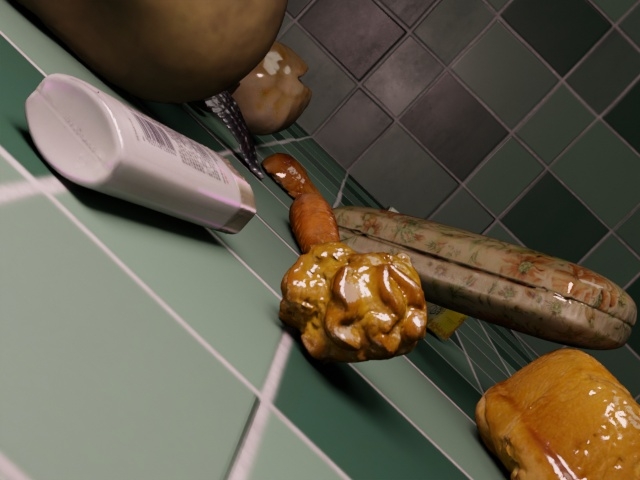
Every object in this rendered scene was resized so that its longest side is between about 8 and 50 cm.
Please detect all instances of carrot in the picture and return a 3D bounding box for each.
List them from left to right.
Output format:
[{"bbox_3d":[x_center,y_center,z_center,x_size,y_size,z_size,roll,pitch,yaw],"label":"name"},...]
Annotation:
[{"bbox_3d":[0.000,0.000,1.061,0.059,0.059,0.248,41,10,-21],"label":"carrot"}]

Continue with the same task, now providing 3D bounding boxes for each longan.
[{"bbox_3d":[-0.188,-0.310,0.949,0.350,0.288,0.288,51,4,-21],"label":"longan"}]

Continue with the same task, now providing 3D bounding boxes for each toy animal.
[{"bbox_3d":[-0.147,-0.248,1.260,0.160,0.273,0.197,2,35,-19],"label":"toy animal"}]

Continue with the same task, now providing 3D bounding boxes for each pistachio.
[{"bbox_3d":[-0.117,-0.263,1.577,0.288,0.197,0.166,-153,-122,-76],"label":"pistachio"}]

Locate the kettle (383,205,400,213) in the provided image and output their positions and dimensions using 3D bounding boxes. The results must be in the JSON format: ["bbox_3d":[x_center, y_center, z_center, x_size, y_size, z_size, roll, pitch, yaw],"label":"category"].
[{"bbox_3d":[0.151,0.014,1.668,0.148,0.098,0.127,40,13,-3],"label":"kettle"}]

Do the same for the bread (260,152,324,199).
[{"bbox_3d":[-0.036,-0.093,1.445,0.126,0.044,0.129,44,4,-12],"label":"bread"}]

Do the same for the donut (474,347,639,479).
[{"bbox_3d":[0.304,0.244,0.972,0.299,0.150,0.317,44,7,-19],"label":"donut"}]

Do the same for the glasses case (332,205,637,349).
[{"bbox_3d":[0.175,0.039,1.115,0.425,0.098,0.156,18,-3,44],"label":"glasses case"}]

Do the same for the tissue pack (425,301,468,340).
[{"bbox_3d":[0.144,0.078,1.380,0.095,0.062,0.176,47,8,39],"label":"tissue pack"}]

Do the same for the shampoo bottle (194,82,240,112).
[{"bbox_3d":[-0.267,-0.334,1.367,0.350,0.084,0.125,45,8,0],"label":"shampoo bottle"}]

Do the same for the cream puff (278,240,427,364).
[{"bbox_3d":[0.027,0.046,0.708,0.116,0.122,0.094,-6,87,-54],"label":"cream puff"}]

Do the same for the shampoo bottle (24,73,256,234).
[{"bbox_3d":[-0.120,-0.055,0.670,0.086,0.056,0.227,47,7,16],"label":"shampoo bottle"}]
